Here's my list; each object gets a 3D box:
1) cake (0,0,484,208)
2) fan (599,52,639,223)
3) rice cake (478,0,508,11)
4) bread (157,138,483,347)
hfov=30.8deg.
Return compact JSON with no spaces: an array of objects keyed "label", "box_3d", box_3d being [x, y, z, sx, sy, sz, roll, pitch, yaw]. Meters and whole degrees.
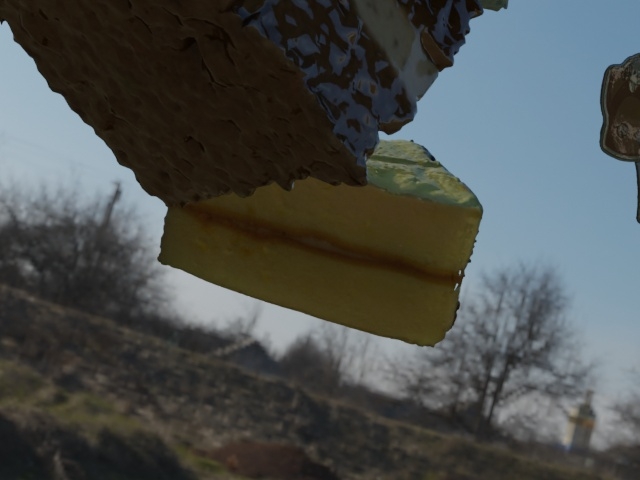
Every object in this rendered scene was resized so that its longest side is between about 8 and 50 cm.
[{"label":"cake","box_3d":[-0.047,-0.203,0.788,0.256,0.290,0.282,1,-44,47]},{"label":"fan","box_3d":[0.398,-0.125,1.448,0.132,0.220,0.009,-15,21,-24]},{"label":"rice cake","box_3d":[0.141,-0.343,1.275,0.085,0.226,0.040,6,-39,-27]},{"label":"bread","box_3d":[-0.004,-0.001,1.104,0.264,0.167,0.163,1,25,-23]}]
